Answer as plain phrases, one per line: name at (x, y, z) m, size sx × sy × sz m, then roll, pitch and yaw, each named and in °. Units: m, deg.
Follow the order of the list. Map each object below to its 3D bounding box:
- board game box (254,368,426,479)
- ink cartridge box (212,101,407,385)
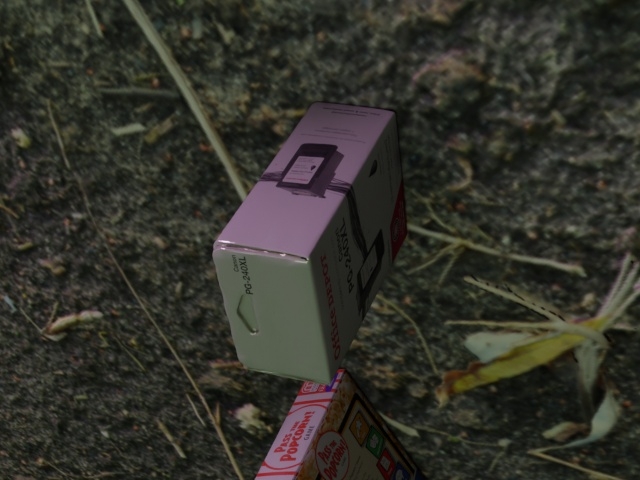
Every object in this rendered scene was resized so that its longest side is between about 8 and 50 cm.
board game box at (0.028, 0.229, 0.804) m, size 0.045 × 0.146 × 0.193 m, roll -14°, pitch 121°, yaw 37°
ink cartridge box at (0.000, 0.000, 0.598) m, size 0.063 × 0.150 × 0.109 m, roll 10°, pitch 134°, yaw 21°
